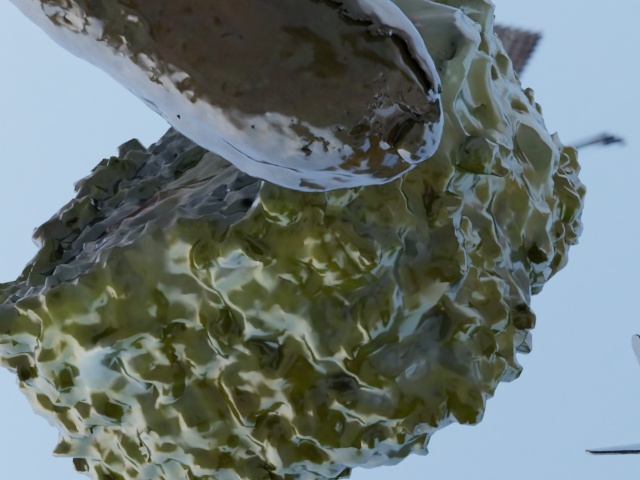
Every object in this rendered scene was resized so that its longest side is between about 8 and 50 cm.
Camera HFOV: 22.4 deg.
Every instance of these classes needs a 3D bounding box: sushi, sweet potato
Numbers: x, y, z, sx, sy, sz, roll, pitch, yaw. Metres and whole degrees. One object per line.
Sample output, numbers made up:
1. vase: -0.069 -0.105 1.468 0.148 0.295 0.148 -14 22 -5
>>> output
1. sushi: 0.000 0.000 1.082 0.351 0.240 0.396 -27 -164 29
2. sweet potato: -0.078 -0.100 0.536 0.273 0.075 0.075 33 -110 3

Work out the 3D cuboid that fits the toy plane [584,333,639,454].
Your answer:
1. toy plane: 0.276 0.170 1.087 0.088 0.267 0.212 -4 -91 -18
